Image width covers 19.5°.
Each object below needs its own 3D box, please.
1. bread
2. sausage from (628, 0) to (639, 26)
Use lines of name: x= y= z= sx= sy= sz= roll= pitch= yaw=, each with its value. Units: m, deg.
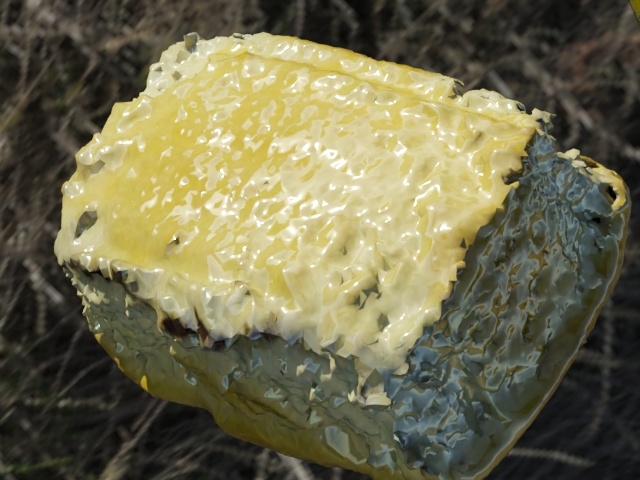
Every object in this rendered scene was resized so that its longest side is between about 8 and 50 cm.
bread: x=0.000 y=0.000 z=0.785 sx=0.174 sy=0.245 sz=0.121 roll=-54 pitch=135 yaw=-22
sausage: x=0.104 y=-0.181 z=0.675 sx=0.082 sy=0.082 sz=0.371 roll=-18 pitch=80 yaw=-31
